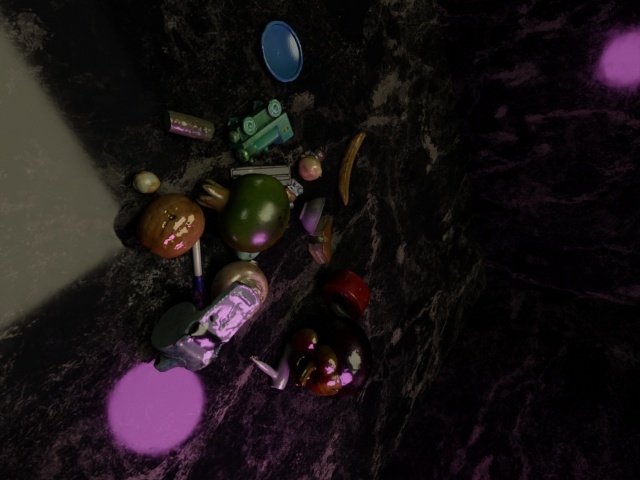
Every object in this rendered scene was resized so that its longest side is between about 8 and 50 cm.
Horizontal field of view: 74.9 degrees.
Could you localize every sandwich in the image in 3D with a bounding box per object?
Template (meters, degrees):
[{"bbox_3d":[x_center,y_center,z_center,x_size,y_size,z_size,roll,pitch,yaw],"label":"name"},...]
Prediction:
[{"bbox_3d":[0.000,0.000,2.025,0.088,0.090,0.244,-3,96,-51],"label":"sandwich"}]

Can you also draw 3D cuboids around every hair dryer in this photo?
[{"bbox_3d":[-0.222,0.540,1.877,0.237,0.076,0.206,36,61,-36],"label":"hair dryer"}]

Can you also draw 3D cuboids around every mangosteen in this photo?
[{"bbox_3d":[0.033,0.545,1.941,0.436,0.382,0.381,0,95,-34],"label":"mangosteen"}]

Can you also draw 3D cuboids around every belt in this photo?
[{"bbox_3d":[0.131,0.282,2.111,0.115,0.228,0.323,-52,149,-31],"label":"belt"}]

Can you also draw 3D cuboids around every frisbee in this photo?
[{"bbox_3d":[-0.169,-0.796,1.768,0.242,0.045,0.241,-6,99,-48],"label":"frisbee"}]

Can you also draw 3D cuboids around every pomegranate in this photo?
[{"bbox_3d":[-0.270,-0.123,1.543,0.359,0.216,0.309,24,75,-26],"label":"pomegranate"}]

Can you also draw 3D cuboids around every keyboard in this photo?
[{"bbox_3d":[-0.283,-0.252,1.689,0.382,0.041,0.103,-11,101,-38],"label":"keyboard"}]

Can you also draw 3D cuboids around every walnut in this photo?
[{"bbox_3d":[-0.495,-0.049,1.386,0.221,0.196,0.195,-56,132,-27],"label":"walnut"}]

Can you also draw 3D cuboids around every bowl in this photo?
[{"bbox_3d":[-0.047,-0.126,1.935,0.086,0.189,0.188,19,77,-7],"label":"bowl"}]

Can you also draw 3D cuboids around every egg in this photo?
[{"bbox_3d":[-0.568,-0.191,1.370,0.083,0.071,0.071,-16,106,-50],"label":"egg"}]

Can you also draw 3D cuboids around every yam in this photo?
[{"bbox_3d":[-0.460,-0.400,1.464,0.179,0.078,0.077,1,94,-49],"label":"yam"}]

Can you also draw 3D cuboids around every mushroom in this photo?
[{"bbox_3d":[-0.310,0.194,1.633,0.255,0.184,0.254,-8,104,-34],"label":"mushroom"}]

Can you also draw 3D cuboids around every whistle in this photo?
[{"bbox_3d":[-0.401,0.304,1.449,0.168,0.405,0.188,53,15,-38],"label":"whistle"}]

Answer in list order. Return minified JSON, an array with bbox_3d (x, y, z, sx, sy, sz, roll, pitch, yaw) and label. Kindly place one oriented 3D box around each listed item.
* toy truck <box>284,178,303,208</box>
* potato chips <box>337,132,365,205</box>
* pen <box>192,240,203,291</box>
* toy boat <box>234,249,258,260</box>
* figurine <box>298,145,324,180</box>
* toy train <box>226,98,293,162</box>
[{"bbox_3d":[-0.164,-0.199,1.826,0.115,0.080,0.177,48,61,-30],"label":"toy truck"},{"bbox_3d":[0.145,-0.379,2.156,0.057,0.080,0.406,39,63,-62],"label":"potato chips"},{"bbox_3d":[-0.460,0.057,1.551,0.033,0.033,0.268,-12,104,-48],"label":"pen"},{"bbox_3d":[-0.264,0.001,1.708,0.207,0.079,0.134,-52,154,-33],"label":"toy boat"},{"bbox_3d":[-0.037,-0.368,1.948,0.114,0.108,0.195,67,30,-42],"label":"figurine"},{"bbox_3d":[-0.244,-0.439,1.677,0.298,0.120,0.194,-47,132,-34],"label":"toy train"}]
